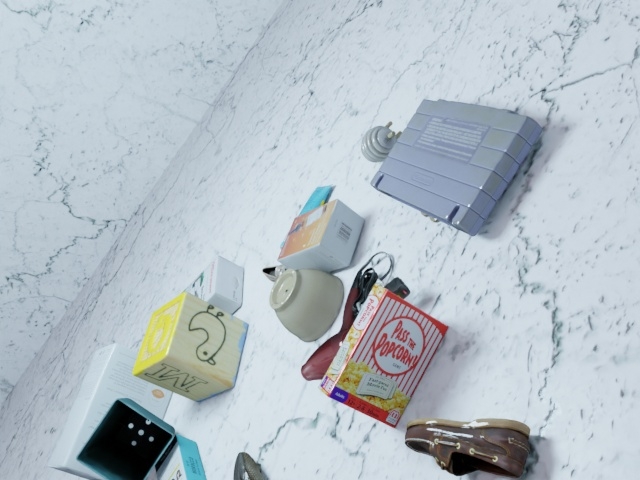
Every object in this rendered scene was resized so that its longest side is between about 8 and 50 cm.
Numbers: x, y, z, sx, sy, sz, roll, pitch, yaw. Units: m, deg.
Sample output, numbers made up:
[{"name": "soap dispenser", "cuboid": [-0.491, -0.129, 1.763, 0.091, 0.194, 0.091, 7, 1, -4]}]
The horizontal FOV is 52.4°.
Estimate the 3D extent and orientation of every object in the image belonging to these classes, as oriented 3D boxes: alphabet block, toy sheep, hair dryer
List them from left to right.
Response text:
[{"name": "alphabet block", "cuboid": [-0.330, 0.275, 1.658, 0.193, 0.197, 0.193, -32, 38, 41]}, {"name": "hair dryer", "cuboid": [0.067, 0.169, 1.265, 0.294, 0.080, 0.223, -50, 12, 6]}, {"name": "toy sheep", "cuboid": [0.139, -0.225, 1.500, 0.132, 0.091, 0.091, 135, 156, -65]}]

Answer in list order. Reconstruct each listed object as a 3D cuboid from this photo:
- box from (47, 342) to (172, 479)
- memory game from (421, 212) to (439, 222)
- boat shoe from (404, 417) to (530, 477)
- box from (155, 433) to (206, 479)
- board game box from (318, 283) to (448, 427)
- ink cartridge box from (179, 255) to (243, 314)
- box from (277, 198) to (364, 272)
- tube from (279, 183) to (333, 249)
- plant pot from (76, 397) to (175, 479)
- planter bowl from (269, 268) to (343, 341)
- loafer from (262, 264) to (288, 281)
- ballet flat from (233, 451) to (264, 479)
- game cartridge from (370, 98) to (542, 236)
[{"name": "box", "cuboid": [-0.577, 0.496, 1.832, 0.168, 0.215, 0.346, -23, 44, 50]}, {"name": "memory game", "cuboid": [0.261, -0.117, 1.263, 0.186, 0.012, 0.186, -41, 32, 32]}, {"name": "boat shoe", "cuboid": [0.192, 0.288, 0.901, 0.207, 0.073, 0.073, -21, 43, 51]}, {"name": "box", "cuboid": [-0.316, 0.562, 1.493, 0.101, 0.060, 0.244, -55, 27, 5]}, {"name": "board game box", "cuboid": [0.105, 0.190, 1.067, 0.194, 0.146, 0.045, -61, 27, -4]}, {"name": "ink cartridge box", "cuboid": [-0.322, 0.172, 1.863, 0.219, 0.092, 0.160, -44, 31, 28]}, {"name": "box", "cuboid": [0.000, 0.000, 1.487, 0.170, 0.091, 0.130, -22, 40, 49]}, {"name": "tube", "cuboid": [-0.036, -0.058, 1.670, 0.080, 0.052, 0.207, 1, 58, 54]}, {"name": "plant pot", "cuboid": [-0.469, 0.498, 1.630, 0.166, 0.165, 0.234, -57, 2, -11]}, {"name": "planter bowl", "cuboid": [-0.042, 0.127, 1.421, 0.162, 0.109, 0.162, -39, 34, 33]}, {"name": "loafer", "cuboid": [-0.107, 0.082, 1.651, 0.125, 0.039, 0.045, -11, 52, 56]}, {"name": "ballet flat", "cuboid": [-0.122, 0.489, 1.260, 0.250, 0.058, 0.084, -155, 74, -69]}, {"name": "game cartridge", "cuboid": [0.247, -0.156, 1.252, 0.230, 0.068, 0.355, -54, 27, 1]}]
